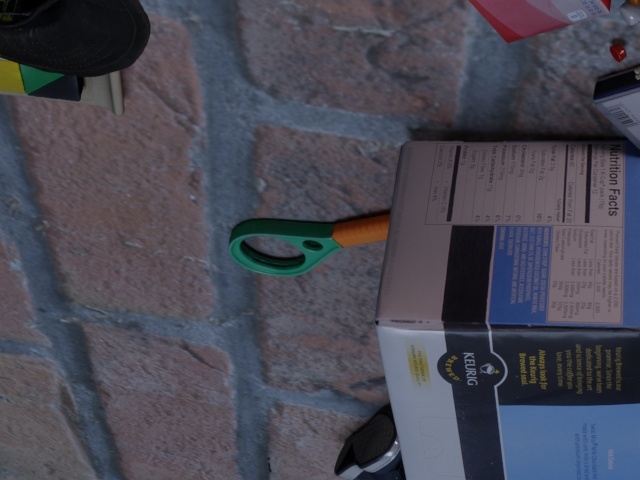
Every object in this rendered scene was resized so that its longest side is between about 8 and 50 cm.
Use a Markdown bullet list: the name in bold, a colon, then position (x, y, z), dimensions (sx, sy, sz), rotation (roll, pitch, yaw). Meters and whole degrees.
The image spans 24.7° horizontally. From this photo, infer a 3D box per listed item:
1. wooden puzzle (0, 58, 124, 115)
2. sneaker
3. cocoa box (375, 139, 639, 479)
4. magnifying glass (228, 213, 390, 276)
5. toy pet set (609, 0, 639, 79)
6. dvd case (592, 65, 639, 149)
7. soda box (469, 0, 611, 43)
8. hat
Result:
- **wooden puzzle**: position (-0.297, -0.188, 1.298), dimensions (0.239, 0.044, 0.221), rotation (11, 151, 3)
- **sneaker**: position (0.124, 0.305, 1.951), dimensions (0.163, 0.086, 0.226), rotation (27, 161, -5)
- **cocoa box**: position (0.194, 0.101, 1.369), dimensions (0.228, 0.231, 0.347), rotation (0, 138, 12)
- **magnifying glass**: position (0.000, 0.000, 1.540), dimensions (0.231, 0.026, 0.092), rotation (-12, 143, 35)
- **toy pet set**: position (0.273, -0.164, 1.116), dimensions (0.065, 0.114, 0.122), rotation (-33, 145, -3)
- **dvd case**: position (0.374, -0.107, 1.204), dimensions (0.239, 0.029, 0.179), rotation (-14, 142, 40)
- **soda box**: position (0.103, -0.249, 0.998), dimensions (0.092, 0.083, 0.263), rotation (-13, 143, 37)
- **hat**: position (-0.258, -0.249, 1.087), dimensions (0.331, 0.134, 0.331), rotation (16, 166, 4)
